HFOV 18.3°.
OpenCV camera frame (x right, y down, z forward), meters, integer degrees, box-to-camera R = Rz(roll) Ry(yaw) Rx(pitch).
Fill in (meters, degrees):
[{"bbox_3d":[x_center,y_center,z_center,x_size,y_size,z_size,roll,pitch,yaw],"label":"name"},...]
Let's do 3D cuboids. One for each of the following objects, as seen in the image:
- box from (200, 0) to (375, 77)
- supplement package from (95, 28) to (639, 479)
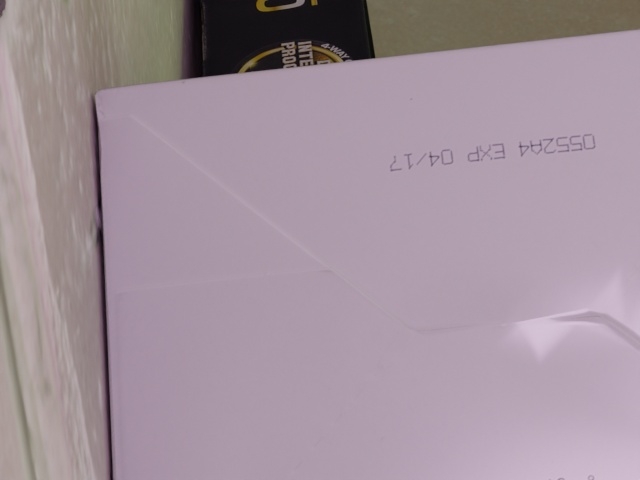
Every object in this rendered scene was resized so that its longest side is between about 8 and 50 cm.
[{"bbox_3d":[0.000,0.000,1.144,0.318,0.097,0.395,-97,178,-50],"label":"box"},{"bbox_3d":[0.066,0.052,0.697,0.145,0.261,0.204,73,11,-69],"label":"supplement package"}]
